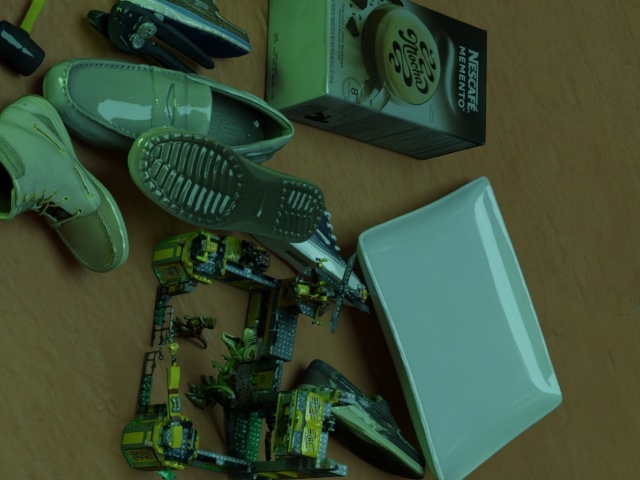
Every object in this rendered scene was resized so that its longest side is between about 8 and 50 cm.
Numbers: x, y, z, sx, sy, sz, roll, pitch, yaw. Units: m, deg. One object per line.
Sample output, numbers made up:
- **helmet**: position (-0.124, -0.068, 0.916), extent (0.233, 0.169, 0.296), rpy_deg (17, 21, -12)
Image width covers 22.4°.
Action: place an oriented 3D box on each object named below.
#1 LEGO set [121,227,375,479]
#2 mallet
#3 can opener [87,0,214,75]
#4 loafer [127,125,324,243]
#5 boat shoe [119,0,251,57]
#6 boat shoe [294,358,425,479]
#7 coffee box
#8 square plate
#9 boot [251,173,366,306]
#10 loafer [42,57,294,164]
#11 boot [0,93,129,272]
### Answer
- **LEGO set**: position (-0.071, 0.135, 1.837), extent (0.255, 0.192, 0.331), rpy_deg (31, 61, -36)
- **mallet**: position (-0.319, -0.273, 1.790), extent (0.062, 0.039, 0.190), rpy_deg (32, 56, -33)
- **can opener**: position (-0.186, -0.231, 1.880), extent (0.186, 0.073, 0.059), rpy_deg (23, 106, -48)
- **loafer**: position (-0.117, -0.059, 1.823), extent (0.268, 0.092, 0.102), rpy_deg (22, 86, -40)
- **boat shoe**: position (-0.154, -0.273, 1.923), extent (0.183, 0.066, 0.066), rpy_deg (21, 67, -40)
- **boat shoe**: position (0.059, 0.225, 2.026), extent (0.223, 0.080, 0.073), rpy_deg (37, 63, -28)
- **coffee box**: position (0.078, -0.222, 2.101), extent (0.297, 0.119, 0.168), rpy_deg (13, 73, -42)
- **square plate**: position (0.183, 0.115, 2.157), extent (0.347, 0.049, 0.344), rpy_deg (-24, 96, -53)
- **boot**: position (0.000, 0.000, 2.017), extent (0.190, 0.069, 0.086), rpy_deg (41, 59, -29)
- **loafer**: position (-0.169, -0.151, 1.852), extent (0.319, 0.111, 0.112), rpy_deg (8, 75, -43)
- **boot**: position (-0.293, -0.040, 1.696), extent (0.213, 0.077, 0.165), rpy_deg (61, 21, -9)
